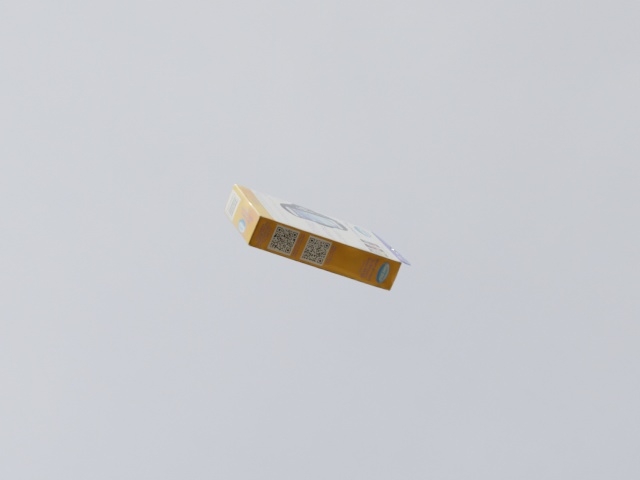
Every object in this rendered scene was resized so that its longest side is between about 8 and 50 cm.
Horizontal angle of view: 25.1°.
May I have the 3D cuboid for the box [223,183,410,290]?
[{"bbox_3d":[0.000,0.000,1.086,0.136,0.081,0.028,21,-78,-22],"label":"box"}]
